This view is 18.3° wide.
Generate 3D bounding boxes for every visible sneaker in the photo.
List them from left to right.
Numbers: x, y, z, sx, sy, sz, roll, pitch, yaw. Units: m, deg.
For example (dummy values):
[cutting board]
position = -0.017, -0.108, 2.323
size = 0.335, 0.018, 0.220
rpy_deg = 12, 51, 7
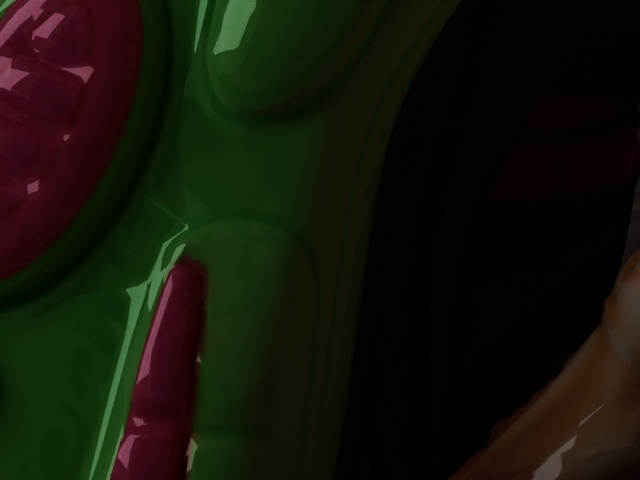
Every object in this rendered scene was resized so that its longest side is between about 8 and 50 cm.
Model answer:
[sneaker]
position = 0.011, -0.049, 0.535
size = 0.483, 0.185, 0.202
rpy_deg = -61, -19, -1

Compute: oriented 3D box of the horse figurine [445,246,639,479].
[horse figurine]
position = 0.114, -0.030, 0.408
size = 0.263, 0.066, 0.174
rpy_deg = -63, 14, -25
